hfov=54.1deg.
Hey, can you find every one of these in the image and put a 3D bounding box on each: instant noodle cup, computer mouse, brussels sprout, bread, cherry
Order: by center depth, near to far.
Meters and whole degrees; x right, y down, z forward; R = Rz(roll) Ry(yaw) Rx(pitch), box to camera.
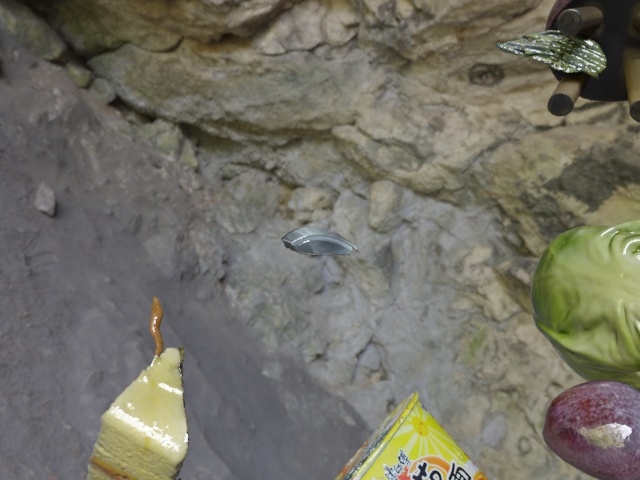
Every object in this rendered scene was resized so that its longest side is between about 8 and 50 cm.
[{"bbox_3d":[0.124,0.370,0.864,0.200,0.264,0.264,40,0,12],"label":"instant noodle cup"},{"bbox_3d":[-0.261,0.298,0.911,0.178,0.141,0.266,58,-38,32],"label":"bread"},{"bbox_3d":[0.446,0.294,0.990,0.176,0.176,0.140,-123,-151,-51],"label":"cherry"},{"bbox_3d":[0.647,0.149,1.394,0.360,0.343,0.425,14,-28,44],"label":"brussels sprout"},{"bbox_3d":[-0.001,-0.003,1.766,0.231,0.071,0.126,2,9,-27],"label":"computer mouse"}]

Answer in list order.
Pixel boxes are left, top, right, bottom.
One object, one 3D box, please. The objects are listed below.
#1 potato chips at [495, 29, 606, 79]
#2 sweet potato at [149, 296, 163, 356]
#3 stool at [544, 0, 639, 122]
[{"bbox_3d":[0.449,-0.370,1.214,0.207,0.092,0.028,22,-21,18],"label":"potato chips"},{"bbox_3d":[-0.473,0.245,1.805,0.044,0.044,0.179,47,30,-62],"label":"sweet potato"},{"bbox_3d":[0.550,-0.359,1.186,0.272,0.272,0.178,52,45,-17],"label":"stool"}]
